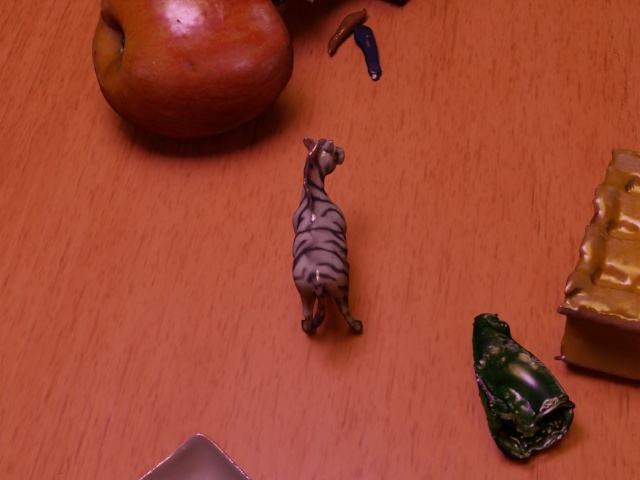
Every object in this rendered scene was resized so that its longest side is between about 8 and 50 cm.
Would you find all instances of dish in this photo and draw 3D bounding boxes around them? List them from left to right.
[{"bbox_3d":[-0.126,0.343,1.531,0.151,0.077,0.212,-36,55,-25],"label":"dish"}]

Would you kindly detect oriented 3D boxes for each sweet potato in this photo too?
[{"bbox_3d":[0.038,-0.339,2.129,0.026,0.026,0.115,25,61,25],"label":"sweet potato"}]

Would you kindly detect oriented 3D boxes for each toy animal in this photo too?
[{"bbox_3d":[0.003,0.004,1.751,0.090,0.170,0.255,-9,67,7],"label":"toy animal"}]

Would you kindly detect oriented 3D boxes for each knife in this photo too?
[{"bbox_3d":[0.076,-0.299,2.095,0.031,0.018,0.121,-5,50,-7],"label":"knife"}]

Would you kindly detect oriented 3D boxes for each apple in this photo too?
[{"bbox_3d":[-0.205,-0.283,1.944,0.301,0.301,0.301,-3,49,4],"label":"apple"}]

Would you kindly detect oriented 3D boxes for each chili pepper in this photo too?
[{"bbox_3d":[0.241,0.173,1.647,0.108,0.062,0.216,-8,49,-9],"label":"chili pepper"}]

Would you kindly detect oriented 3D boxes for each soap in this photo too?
[{"bbox_3d":[0.489,0.045,1.666,0.335,0.156,0.293,10,49,15],"label":"soap"}]

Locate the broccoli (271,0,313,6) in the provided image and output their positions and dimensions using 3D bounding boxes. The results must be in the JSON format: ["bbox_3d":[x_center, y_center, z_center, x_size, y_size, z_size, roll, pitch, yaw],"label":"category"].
[{"bbox_3d":[-0.005,-0.589,2.000,0.275,0.397,0.353,-9,52,-15],"label":"broccoli"}]
